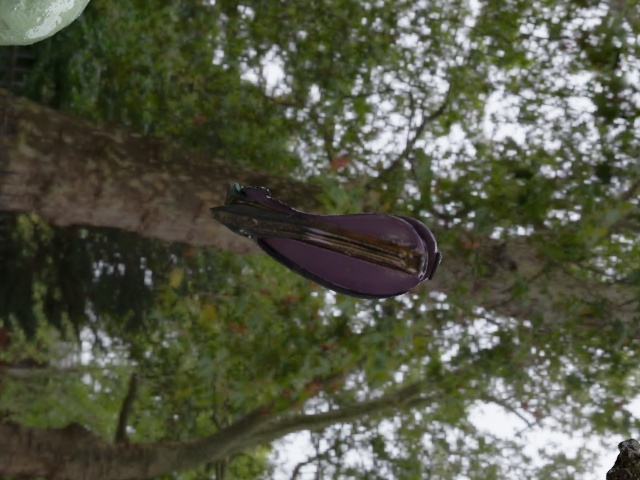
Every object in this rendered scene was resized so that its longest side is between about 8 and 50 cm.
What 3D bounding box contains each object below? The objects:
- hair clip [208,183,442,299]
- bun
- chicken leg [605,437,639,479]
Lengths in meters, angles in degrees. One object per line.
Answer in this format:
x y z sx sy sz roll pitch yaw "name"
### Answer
0.000 0.002 1.204 0.110 0.359 0.095 -67 157 -16 "hair clip"
-0.376 -0.335 1.044 0.118 0.195 0.195 78 -4 -50 "bun"
0.419 0.300 1.131 0.093 0.070 0.178 -68 165 12 "chicken leg"
